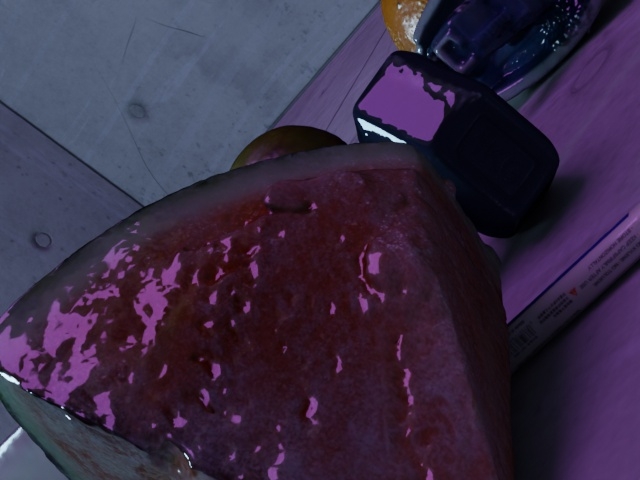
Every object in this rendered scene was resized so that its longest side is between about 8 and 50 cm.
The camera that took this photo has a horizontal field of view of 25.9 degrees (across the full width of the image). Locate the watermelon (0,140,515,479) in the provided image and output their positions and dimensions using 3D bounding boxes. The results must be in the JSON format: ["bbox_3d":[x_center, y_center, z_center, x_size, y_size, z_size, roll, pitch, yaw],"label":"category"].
[{"bbox_3d":[0.015,0.116,0.778,0.283,0.292,0.250,-39,-29,-2],"label":"watermelon"}]

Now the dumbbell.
[{"bbox_3d":[0.023,0.030,0.963,0.156,0.143,0.316,33,85,39],"label":"dumbbell"}]

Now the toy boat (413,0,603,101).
[{"bbox_3d":[0.166,-0.203,1.208,0.142,0.129,0.309,-41,-5,-46],"label":"toy boat"}]

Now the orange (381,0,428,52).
[{"bbox_3d":[0.148,-0.252,1.405,0.193,0.161,0.193,-41,7,6],"label":"orange"}]

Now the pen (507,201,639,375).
[{"bbox_3d":[0.158,0.009,0.762,0.204,0.025,0.025,-48,10,31],"label":"pen"}]

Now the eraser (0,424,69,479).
[{"bbox_3d":[-0.154,0.150,1.259,0.359,0.122,0.272,-41,-3,-47],"label":"eraser"}]

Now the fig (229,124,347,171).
[{"bbox_3d":[0.000,0.000,1.178,0.181,0.181,0.191,-38,36,60],"label":"fig"}]
